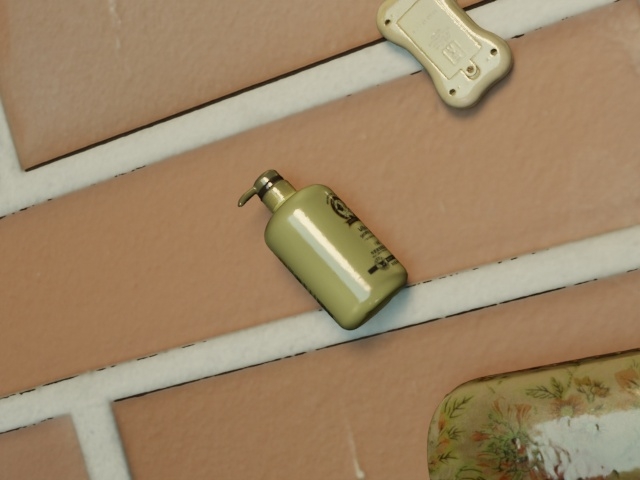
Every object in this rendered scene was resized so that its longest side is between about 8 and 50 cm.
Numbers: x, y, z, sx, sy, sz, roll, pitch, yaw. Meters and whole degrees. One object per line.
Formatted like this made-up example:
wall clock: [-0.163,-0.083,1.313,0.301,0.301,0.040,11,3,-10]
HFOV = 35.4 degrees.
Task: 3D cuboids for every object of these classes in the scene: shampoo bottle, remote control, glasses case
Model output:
shampoo bottle: [0.000,0.000,0.905,0.079,0.079,0.162,-46,79,18]
remote control: [0.107,-0.175,0.872,0.074,0.032,0.122,-43,81,19]
glasses case: [0.292,0.159,0.802,0.425,0.098,0.156,-14,86,21]
